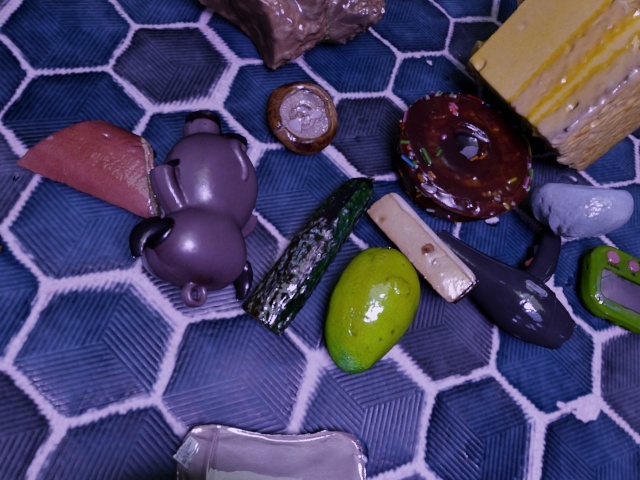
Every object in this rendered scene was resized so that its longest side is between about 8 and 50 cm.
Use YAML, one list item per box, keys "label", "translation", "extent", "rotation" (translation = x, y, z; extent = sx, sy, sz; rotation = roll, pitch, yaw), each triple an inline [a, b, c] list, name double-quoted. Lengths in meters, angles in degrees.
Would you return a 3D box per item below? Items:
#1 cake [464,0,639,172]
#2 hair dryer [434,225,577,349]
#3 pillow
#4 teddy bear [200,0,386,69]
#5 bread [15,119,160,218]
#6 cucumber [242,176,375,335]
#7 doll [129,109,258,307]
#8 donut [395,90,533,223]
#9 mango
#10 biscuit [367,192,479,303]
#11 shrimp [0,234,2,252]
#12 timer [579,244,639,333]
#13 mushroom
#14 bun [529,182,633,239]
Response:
- label: "cake"
  translation: [0.389, -0.294, 0.685]
  extent: [0.222, 0.227, 0.286]
  rotation: [7, 45, -50]
- label: "hair dryer"
  translation: [0.316, 0.020, 0.686]
  extent: [0.235, 0.091, 0.271]
  rotation: [39, 53, 15]
- label: "pillow"
  translation: [-0.056, 0.287, 0.496]
  extent: [0.232, 0.038, 0.131]
  rotation: [7, 66, -11]
- label: "teddy bear"
  translation: [-0.055, -0.414, 0.667]
  extent: [0.222, 0.246, 0.296]
  rotation: [-49, 116, -6]
- label: "bread"
  translation: [-0.286, -0.108, 0.577]
  extent: [0.192, 0.067, 0.119]
  rotation: [22, 66, -5]
- label: "cucumber"
  translation: [0.000, 0.000, 0.607]
  extent: [0.067, 0.067, 0.294]
  rotation: [35, 65, 2]
- label: "doll"
  translation: [-0.150, -0.040, 0.546]
  extent: [0.182, 0.117, 0.258]
  rotation: [30, 57, -48]
- label: "donut"
  translation: [0.226, -0.133, 0.698]
  extent: [0.234, 0.089, 0.235]
  rotation: [4, 69, -11]
- label: "mango"
  translation: [0.069, 0.091, 0.570]
  extent: [0.119, 0.100, 0.178]
  rotation: [29, 73, -4]
- label: "biscuit"
  translation: [0.147, 0.007, 0.621]
  extent: [0.056, 0.052, 0.188]
  rotation: [-44, 68, 11]
- label: "shrimp"
  translation: [-0.471, -0.017, 0.517]
  extent: [0.184, 0.043, 0.092]
  rotation: [13, 74, -1]
- label: "timer"
  translation: [0.496, 0.080, 0.705]
  extent: [0.140, 0.047, 0.128]
  rotation: [24, 64, -3]
- label: "mushroom"
  translation: [-0.031, -0.195, 0.681]
  extent: [0.123, 0.052, 0.123]
  rotation: [4, 76, -14]
- label: "bun"
  translation: [0.391, -0.044, 0.649]
  extent: [0.140, 0.141, 0.083]
  rotation: [1, 103, -13]
